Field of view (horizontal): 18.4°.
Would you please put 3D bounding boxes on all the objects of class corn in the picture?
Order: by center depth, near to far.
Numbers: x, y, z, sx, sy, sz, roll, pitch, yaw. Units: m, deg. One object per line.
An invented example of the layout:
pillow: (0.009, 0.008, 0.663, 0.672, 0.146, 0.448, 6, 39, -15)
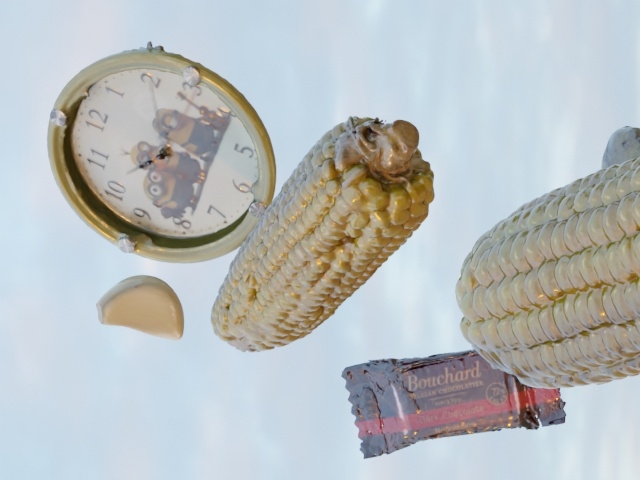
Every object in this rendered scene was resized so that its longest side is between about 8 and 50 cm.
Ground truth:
corn: (0.206, 0.002, 1.054, 0.120, 0.363, 0.120, 14, -113, -36)
corn: (0.000, 0.000, 1.439, 0.261, 0.097, 0.097, -51, 14, 43)

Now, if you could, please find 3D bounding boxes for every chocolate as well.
chocolate: (0.108, 0.124, 1.604, 0.028, 0.182, 0.086, -19, -85, -73)

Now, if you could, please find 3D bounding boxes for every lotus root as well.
lotus root: (0.320, -0.038, 1.942, 0.089, 0.080, 0.179, 53, -152, -56)

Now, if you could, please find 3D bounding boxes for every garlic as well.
garlic: (-0.154, 0.056, 1.718, 0.041, 0.083, 0.053, 36, 113, 61)

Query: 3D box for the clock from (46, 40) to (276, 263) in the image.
clock: (-0.149, -0.087, 1.924, 0.057, 0.237, 0.237, -66, -28, -54)
